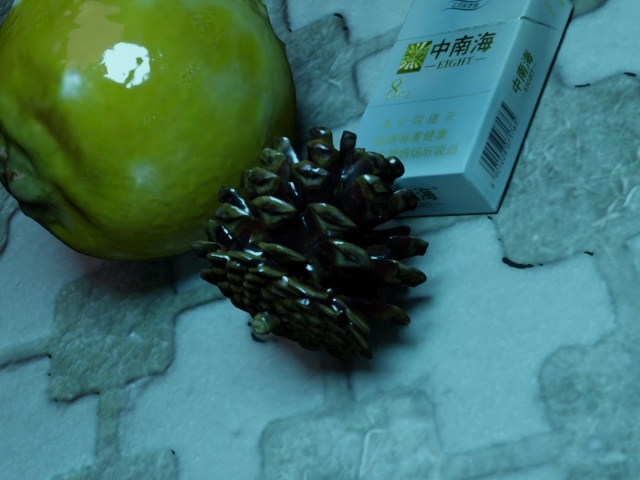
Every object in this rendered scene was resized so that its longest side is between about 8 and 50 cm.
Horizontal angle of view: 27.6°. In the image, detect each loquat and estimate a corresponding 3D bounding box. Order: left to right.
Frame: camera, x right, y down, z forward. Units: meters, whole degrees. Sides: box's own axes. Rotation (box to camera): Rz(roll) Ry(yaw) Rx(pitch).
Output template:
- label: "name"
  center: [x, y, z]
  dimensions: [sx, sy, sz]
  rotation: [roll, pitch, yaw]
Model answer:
- label: "loquat"
  center: [-0.181, -0.139, 1.316]
  dimensions: [0.328, 0.328, 0.328]
  rotation: [-26, 42, 25]

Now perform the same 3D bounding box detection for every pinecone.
- label: "pinecone"
  center: [0.000, 0.000, 1.107]
  dimensions: [0.207, 0.208, 0.208]
  rotation: [-26, 42, 25]

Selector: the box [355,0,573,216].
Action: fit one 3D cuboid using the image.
- label: "box"
  center: [0.126, -0.139, 1.220]
  dimensions: [0.155, 0.067, 0.243]
  rotation: [-2, 56, 41]
